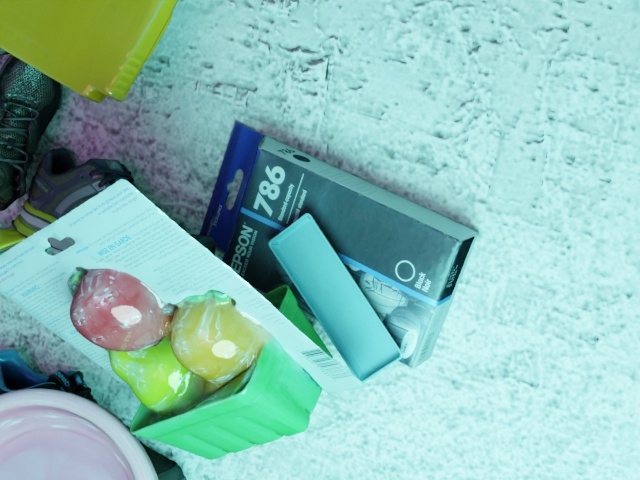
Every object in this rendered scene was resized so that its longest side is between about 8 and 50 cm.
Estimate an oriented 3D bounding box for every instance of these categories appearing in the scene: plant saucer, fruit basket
[{"bbox_3d":[-0.334,0.346,1.486,0.332,0.084,0.332,-3,78,14],"label":"plant saucer"},{"bbox_3d":[0.018,0.064,1.386,0.067,0.018,0.192,-36,84,27],"label":"plant saucer"},{"bbox_3d":[-0.169,0.087,1.393,0.353,0.165,0.327,45,138,-18],"label":"fruit basket"}]

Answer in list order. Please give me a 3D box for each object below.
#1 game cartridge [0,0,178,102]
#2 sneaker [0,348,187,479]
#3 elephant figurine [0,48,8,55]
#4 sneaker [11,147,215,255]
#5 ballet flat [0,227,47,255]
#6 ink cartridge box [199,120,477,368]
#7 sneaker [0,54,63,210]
[{"bbox_3d":[-0.274,-0.353,1.454,0.285,0.053,0.323,31,95,18],"label":"game cartridge"},{"bbox_3d":[-0.321,0.248,1.596,0.341,0.125,0.139,17,105,22],"label":"sneaker"},{"bbox_3d":[-0.485,-0.273,1.585,0.239,0.186,0.169,-44,38,11],"label":"elephant figurine"},{"bbox_3d":[-0.253,-0.034,1.513,0.300,0.111,0.121,16,101,28],"label":"sneaker"},{"bbox_3d":[-0.456,0.024,1.655,0.231,0.077,0.077,-32,68,29],"label":"ballet flat"},{"bbox_3d":[0.000,0.000,1.428,0.333,0.065,0.165,25,110,21],"label":"ink cartridge box"},{"bbox_3d":[-0.382,-0.130,1.547,0.087,0.130,0.227,21,115,-22],"label":"sneaker"}]
